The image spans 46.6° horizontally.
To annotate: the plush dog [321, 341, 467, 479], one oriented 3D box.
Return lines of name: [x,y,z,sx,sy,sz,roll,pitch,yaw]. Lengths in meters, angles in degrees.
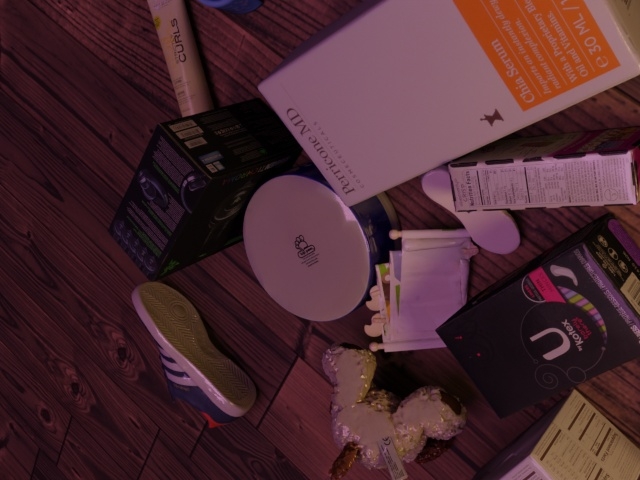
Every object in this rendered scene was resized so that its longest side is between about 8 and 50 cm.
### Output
plush dog: [0.102,0.322,1.266,0.263,0.210,0.225,24,166,23]

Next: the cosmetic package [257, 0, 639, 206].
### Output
cosmetic package: [0.162,-0.242,0.972,0.453,0.161,0.230,-24,111,40]

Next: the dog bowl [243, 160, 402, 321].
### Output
dog bowl: [0.000,0.000,1.264,0.265,0.104,0.264,14,116,31]

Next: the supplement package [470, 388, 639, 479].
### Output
supplement package: [0.325,0.389,1.121,0.145,0.204,0.261,45,128,14]

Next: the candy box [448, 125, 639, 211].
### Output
candy box: [0.307,-0.093,0.966,0.234,0.159,0.071,0,108,37]

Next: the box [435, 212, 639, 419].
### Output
box: [0.327,0.109,1.044,0.165,0.143,0.270,54,130,6]

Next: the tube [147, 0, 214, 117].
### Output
tube: [-0.253,-0.336,1.344,0.070,0.062,0.240,-15,96,-2]

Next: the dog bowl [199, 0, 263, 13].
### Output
dog bowl: [-0.110,-0.473,1.170,0.297,0.074,0.165,-22,94,39]

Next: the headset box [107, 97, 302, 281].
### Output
headset box: [-0.202,-0.083,1.285,0.131,0.246,0.283,47,128,12]

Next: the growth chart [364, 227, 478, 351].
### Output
growth chart: [0.159,0.082,1.179,0.172,0.021,0.237,3,117,-3]

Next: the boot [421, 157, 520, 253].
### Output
boot: [0.227,-0.065,1.103,0.190,0.086,0.069,41,125,-20]

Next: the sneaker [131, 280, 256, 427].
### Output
sneaker: [-0.296,0.250,1.566,0.350,0.131,0.148,51,125,8]
